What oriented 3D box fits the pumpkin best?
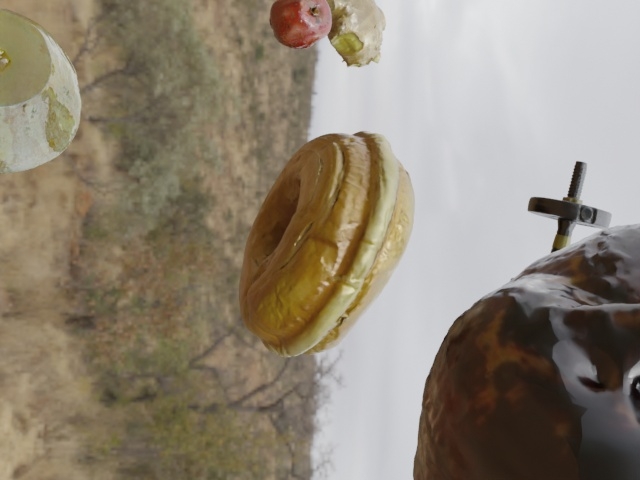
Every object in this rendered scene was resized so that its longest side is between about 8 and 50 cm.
[{"bbox_3d":[-0.394,-0.197,1.093,0.110,0.217,0.217,-11,-103,61],"label":"pumpkin"}]

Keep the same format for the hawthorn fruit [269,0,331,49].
[{"bbox_3d":[-0.026,-0.316,1.245,0.093,0.093,0.093,-179,-90,-87],"label":"hawthorn fruit"}]

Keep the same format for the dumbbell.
[{"bbox_3d":[0.414,0.022,1.521,0.143,0.143,0.325,-139,-118,-86],"label":"dumbbell"}]

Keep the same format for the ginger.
[{"bbox_3d":[0.064,-0.410,1.645,0.216,0.102,0.157,56,42,-46],"label":"ginger"}]

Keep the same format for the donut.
[{"bbox_3d":[0.000,0.000,1.601,0.449,0.198,0.449,-52,-157,33],"label":"donut"}]

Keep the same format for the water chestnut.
[{"bbox_3d":[0.198,0.121,0.507,0.244,0.289,0.289,96,-5,-82],"label":"water chestnut"}]
